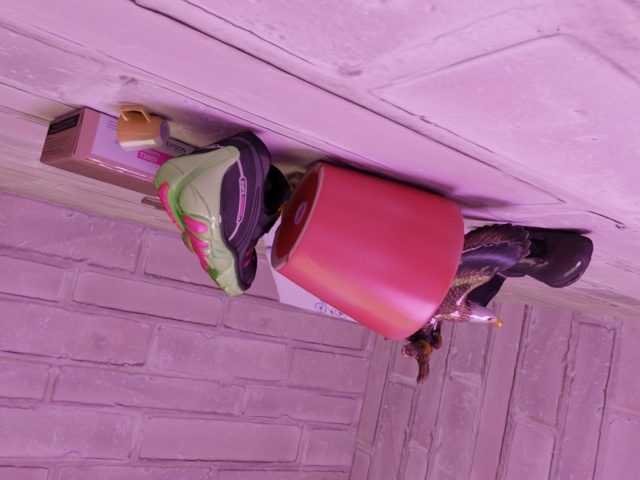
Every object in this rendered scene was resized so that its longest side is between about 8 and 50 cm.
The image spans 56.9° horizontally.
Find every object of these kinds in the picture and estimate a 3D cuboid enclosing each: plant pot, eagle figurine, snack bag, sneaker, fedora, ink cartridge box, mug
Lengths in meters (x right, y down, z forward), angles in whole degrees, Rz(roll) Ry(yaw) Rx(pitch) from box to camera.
[{"bbox_3d":[0.064,0.002,0.998,0.243,0.275,0.275,24,171,-16],"label":"plant pot"},{"bbox_3d":[0.251,0.090,1.104,0.225,0.298,0.226,11,-159,-25],"label":"eagle figurine"},{"bbox_3d":[0.002,0.047,1.348,0.323,0.037,0.342,13,133,28],"label":"snack bag"},{"bbox_3d":[-0.140,-0.035,1.040,0.185,0.202,0.483,52,167,8],"label":"sneaker"},{"bbox_3d":[0.388,0.115,1.612,0.334,0.152,0.334,15,174,2],"label":"fedora"},{"bbox_3d":[-0.355,-0.150,1.071,0.235,0.088,0.193,18,170,-40],"label":"ink cartridge box"},{"bbox_3d":[-0.270,-0.167,0.899,0.064,0.062,0.078,3,179,11],"label":"mug"},{"bbox_3d":[0.404,0.025,1.172,0.130,0.109,0.286,21,169,-22],"label":"sneaker"}]

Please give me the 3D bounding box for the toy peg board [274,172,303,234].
[{"bbox_3d":[-0.033,-0.034,1.170,0.161,0.079,0.160,38,157,-14],"label":"toy peg board"}]

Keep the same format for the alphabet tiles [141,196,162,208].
[{"bbox_3d":[-0.451,-0.099,2.077,0.342,0.011,0.285,14,173,-21],"label":"alphabet tiles"}]
